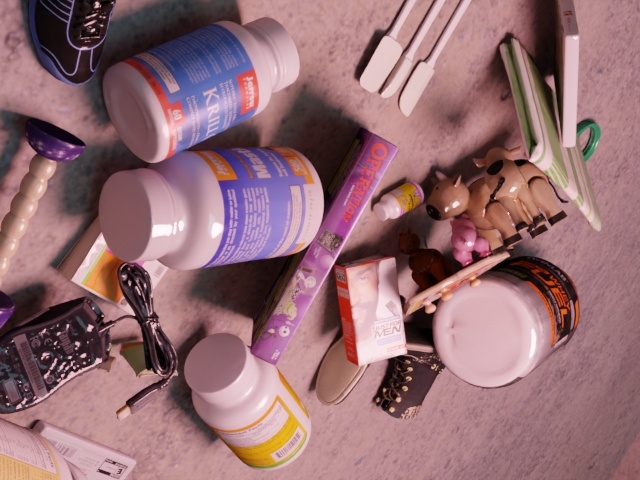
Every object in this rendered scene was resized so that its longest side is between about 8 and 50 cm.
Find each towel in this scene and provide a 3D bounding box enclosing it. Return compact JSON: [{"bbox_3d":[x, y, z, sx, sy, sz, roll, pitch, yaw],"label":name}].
[{"bbox_3d":[0.402,-0.177,1.794,0.038,0.247,0.325,-21,151,23],"label":"towel"}]

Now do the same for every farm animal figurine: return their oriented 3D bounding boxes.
[{"bbox_3d":[0.277,-0.064,1.733,0.327,0.172,0.330,-20,168,-40],"label":"farm animal figurine"}]

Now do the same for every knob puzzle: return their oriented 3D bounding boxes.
[{"bbox_3d":[0.231,0.074,1.709,0.213,0.030,0.213,-28,170,-6],"label":"knob puzzle"}]

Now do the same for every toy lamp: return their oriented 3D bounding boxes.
[{"bbox_3d":[-0.355,-0.001,1.181,0.080,0.080,0.274,14,107,-52],"label":"toy lamp"}]

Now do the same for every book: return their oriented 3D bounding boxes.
[{"bbox_3d":[-0.262,0.032,1.350,0.096,0.035,0.144,-55,144,-6],"label":"book"}]

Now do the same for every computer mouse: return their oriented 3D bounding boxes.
[{"bbox_3d":[-0.303,0.157,1.291,0.262,0.060,0.184,-34,114,-34],"label":"computer mouse"}]

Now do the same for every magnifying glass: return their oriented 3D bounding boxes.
[{"bbox_3d":[0.473,-0.184,2.011,0.231,0.026,0.092,-14,127,-44],"label":"magnifying glass"}]

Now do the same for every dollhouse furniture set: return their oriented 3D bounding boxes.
[{"bbox_3d":[-0.265,0.143,1.383,0.152,0.076,0.058,1,112,-35],"label":"dollhouse furniture set"}]

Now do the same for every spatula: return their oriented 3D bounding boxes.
[{"bbox_3d":[0.155,-0.316,1.559,0.168,0.019,0.242,23,100,-52],"label":"spatula"}]

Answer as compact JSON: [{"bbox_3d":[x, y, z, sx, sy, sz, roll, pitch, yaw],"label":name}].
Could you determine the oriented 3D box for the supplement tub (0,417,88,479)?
[{"bbox_3d":[-0.437,0.307,1.188,0.241,0.241,0.331,-52,143,-5],"label":"supplement tub"}]

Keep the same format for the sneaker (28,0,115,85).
[{"bbox_3d":[-0.251,-0.262,1.087,0.081,0.090,0.232,-23,132,-36],"label":"sneaker"}]

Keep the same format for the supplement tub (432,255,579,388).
[{"bbox_3d":[0.363,0.143,1.949,0.338,0.207,0.207,-16,130,-60],"label":"supplement tub"}]

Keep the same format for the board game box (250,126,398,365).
[{"bbox_3d":[0.000,0.000,1.499,0.346,0.056,0.208,-60,-178,7],"label":"board game box"}]

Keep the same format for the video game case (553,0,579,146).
[{"bbox_3d":[0.410,-0.308,1.734,0.206,0.026,0.227,-84,168,-44],"label":"video game case"}]

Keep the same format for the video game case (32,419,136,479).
[{"bbox_3d":[-0.386,0.363,1.471,0.193,0.023,0.212,-53,144,-4],"label":"video game case"}]

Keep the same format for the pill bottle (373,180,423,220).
[{"bbox_3d":[0.127,-0.063,1.699,0.083,0.043,0.043,-30,136,-30],"label":"pill bottle"}]

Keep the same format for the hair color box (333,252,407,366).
[{"bbox_3d":[0.083,0.113,1.705,0.093,0.053,0.167,-13,101,-21],"label":"hair color box"}]

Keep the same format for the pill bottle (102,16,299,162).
[{"bbox_3d":[-0.137,-0.190,1.241,0.221,0.124,0.124,-31,137,-29],"label":"pill bottle"}]

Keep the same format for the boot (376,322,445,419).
[{"bbox_3d":[0.153,0.249,1.933,0.236,0.085,0.178,13,110,-50],"label":"boot"}]

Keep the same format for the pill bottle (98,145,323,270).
[{"bbox_3d":[-0.139,-0.042,1.328,0.272,0.152,0.152,-8,122,-46],"label":"pill bottle"}]

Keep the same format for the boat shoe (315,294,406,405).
[{"bbox_3d":[0.073,0.188,1.797,0.079,0.084,0.233,26,93,-53],"label":"boat shoe"}]

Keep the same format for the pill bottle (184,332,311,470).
[{"bbox_3d":[-0.114,0.245,1.587,0.136,0.136,0.245,-45,142,-14],"label":"pill bottle"}]
